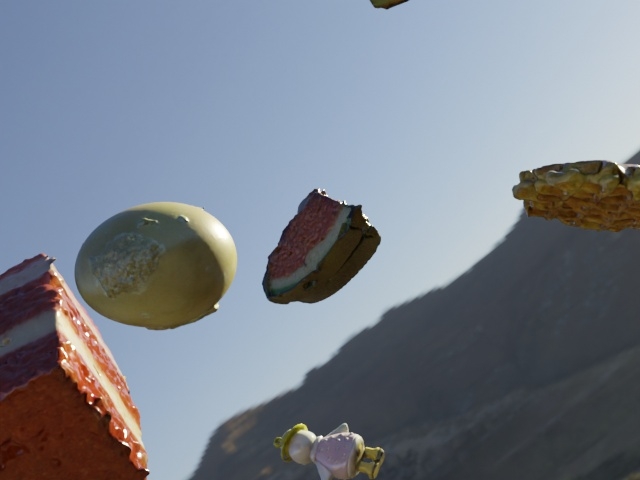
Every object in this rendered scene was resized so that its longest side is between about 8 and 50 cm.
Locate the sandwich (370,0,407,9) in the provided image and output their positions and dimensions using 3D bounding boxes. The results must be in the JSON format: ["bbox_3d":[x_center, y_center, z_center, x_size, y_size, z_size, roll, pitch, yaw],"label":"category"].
[{"bbox_3d":[0.144,-0.372,1.304,0.187,0.117,0.144,-35,13,-27],"label":"sandwich"}]

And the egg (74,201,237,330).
[{"bbox_3d":[-0.204,0.033,1.358,0.201,0.164,0.164,-8,-17,-10],"label":"egg"}]

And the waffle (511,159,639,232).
[{"bbox_3d":[0.455,-0.066,1.712,0.324,0.068,0.302,19,-12,-39],"label":"waffle"}]

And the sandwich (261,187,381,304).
[{"bbox_3d":[-0.003,0.014,2.177,0.109,0.212,0.292,22,-69,-35],"label":"sandwich"}]

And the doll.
[{"bbox_3d":[0.010,0.385,1.986,0.081,0.207,0.129,78,-152,-45],"label":"doll"}]

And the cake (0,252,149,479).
[{"bbox_3d":[-0.419,0.224,1.522,0.270,0.270,0.319,-26,34,-1],"label":"cake"}]
